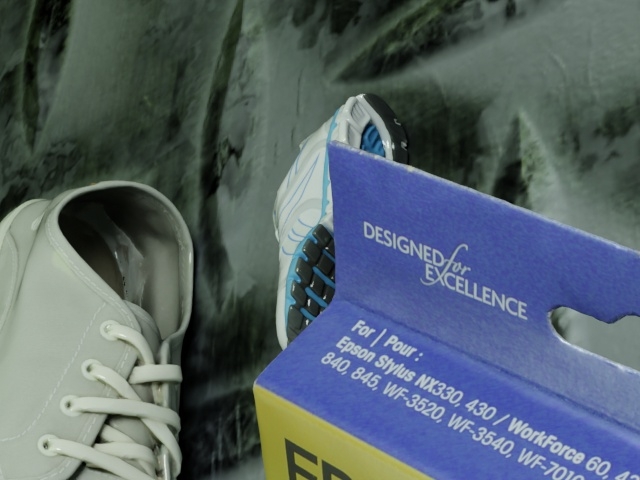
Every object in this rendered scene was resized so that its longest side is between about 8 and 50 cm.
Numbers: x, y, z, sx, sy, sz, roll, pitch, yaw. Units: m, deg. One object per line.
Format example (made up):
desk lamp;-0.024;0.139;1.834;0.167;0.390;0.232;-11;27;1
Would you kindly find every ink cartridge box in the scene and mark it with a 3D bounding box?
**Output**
ink cartridge box;0.102;0.148;0.584;0.072;0.307;0.303;-32;38;-33

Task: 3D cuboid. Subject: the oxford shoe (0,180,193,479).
oxford shoe;-0.149;0.124;0.994;0.130;0.169;0.449;-30;40;26

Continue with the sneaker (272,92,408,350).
sneaker;0.000;0.000;1.006;0.083;0.071;0.190;-23;40;43
